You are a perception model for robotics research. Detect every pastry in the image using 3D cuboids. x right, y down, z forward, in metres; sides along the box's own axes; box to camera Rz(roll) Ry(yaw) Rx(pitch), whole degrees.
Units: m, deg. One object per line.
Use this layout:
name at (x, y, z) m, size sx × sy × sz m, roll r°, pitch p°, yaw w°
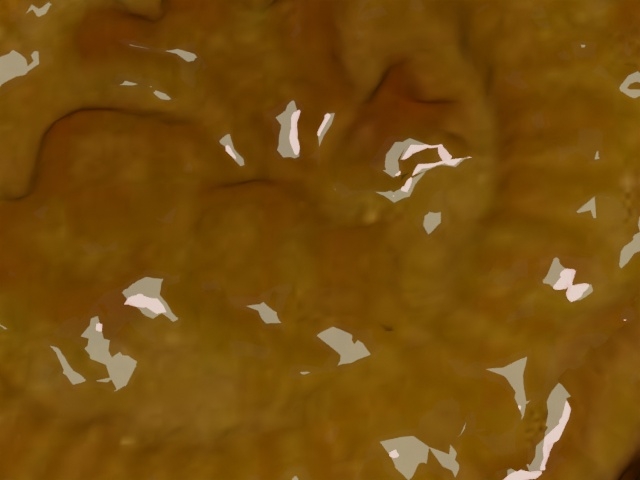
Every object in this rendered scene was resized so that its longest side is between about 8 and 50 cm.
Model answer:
pastry at (0.000, 0.000, 0.467) m, size 0.235 × 0.132 × 0.240 m, roll -28°, pitch 59°, yaw 0°
